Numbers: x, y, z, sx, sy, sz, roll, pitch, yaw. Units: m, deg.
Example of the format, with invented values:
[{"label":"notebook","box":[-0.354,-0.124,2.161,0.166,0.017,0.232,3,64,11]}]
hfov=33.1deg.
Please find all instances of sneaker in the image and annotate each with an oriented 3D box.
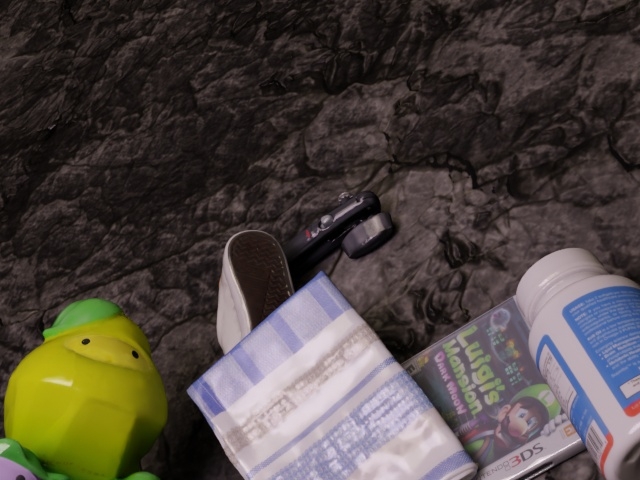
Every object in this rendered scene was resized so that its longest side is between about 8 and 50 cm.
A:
[{"label":"sneaker","box":[-0.059,0.139,1.259,0.123,0.106,0.290,115,149,-55]}]

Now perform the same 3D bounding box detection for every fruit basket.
[{"label":"fruit basket","box":[-0.242,0.232,1.090,0.392,0.392,0.283,-60,13,-15]}]

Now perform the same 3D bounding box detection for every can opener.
[{"label":"can opener","box":[0.000,0.000,1.324,0.186,0.059,0.073,-29,45,17]}]

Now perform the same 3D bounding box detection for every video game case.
[{"label":"video game case","box":[0.163,0.168,1.091,0.173,0.022,0.190,-33,43,14]}]

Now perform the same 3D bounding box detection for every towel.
[{"label":"towel","box":[0.002,0.192,1.102,0.209,0.034,0.285,-41,60,4]}]

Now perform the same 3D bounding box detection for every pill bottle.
[{"label":"pill bottle","box":[0.266,0.109,0.978,0.124,0.124,0.221,-36,43,11]}]
